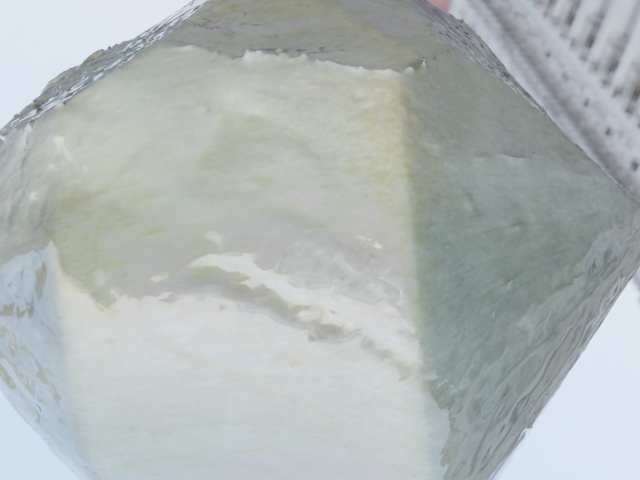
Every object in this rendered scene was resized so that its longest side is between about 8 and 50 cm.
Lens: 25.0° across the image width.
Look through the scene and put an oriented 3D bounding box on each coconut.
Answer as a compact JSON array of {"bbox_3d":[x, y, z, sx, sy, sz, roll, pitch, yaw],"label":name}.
[{"bbox_3d":[0.000,0.000,0.911,0.415,0.345,0.415,-6,-149,3],"label":"coconut"}]
